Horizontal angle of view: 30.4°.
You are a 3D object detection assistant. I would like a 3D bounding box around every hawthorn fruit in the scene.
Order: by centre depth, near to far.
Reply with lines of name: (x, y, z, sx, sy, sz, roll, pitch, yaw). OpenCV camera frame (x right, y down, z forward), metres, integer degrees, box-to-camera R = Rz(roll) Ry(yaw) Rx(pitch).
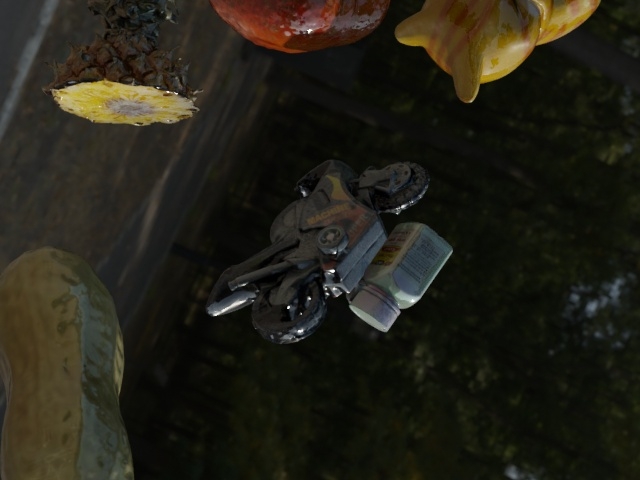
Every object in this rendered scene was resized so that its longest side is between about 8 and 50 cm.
hawthorn fruit: (-0.046, -0.299, 1.267, 0.243, 0.207, 0.207, 6, -112, 50)

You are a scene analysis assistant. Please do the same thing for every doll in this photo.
doll: (0.242, -0.307, 1.526, 0.269, 0.166, 0.162, -30, 149, -36)

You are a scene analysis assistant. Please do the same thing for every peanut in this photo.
peanut: (-0.216, 0.136, 0.985, 0.125, 0.111, 0.275, 75, 4, -62)

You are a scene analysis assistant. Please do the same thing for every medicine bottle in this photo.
medicine bottle: (0.085, 0.040, 1.310, 0.118, 0.055, 0.074, -54, -162, -10)

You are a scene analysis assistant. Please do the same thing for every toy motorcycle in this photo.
toy motorcycle: (0.000, 0.000, 1.460, 0.307, 0.173, 0.108, -47, 134, -23)

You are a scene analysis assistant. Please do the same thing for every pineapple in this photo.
pineapple: (-0.316, -0.349, 1.922, 0.262, 0.262, 0.272, 132, -40, -77)
